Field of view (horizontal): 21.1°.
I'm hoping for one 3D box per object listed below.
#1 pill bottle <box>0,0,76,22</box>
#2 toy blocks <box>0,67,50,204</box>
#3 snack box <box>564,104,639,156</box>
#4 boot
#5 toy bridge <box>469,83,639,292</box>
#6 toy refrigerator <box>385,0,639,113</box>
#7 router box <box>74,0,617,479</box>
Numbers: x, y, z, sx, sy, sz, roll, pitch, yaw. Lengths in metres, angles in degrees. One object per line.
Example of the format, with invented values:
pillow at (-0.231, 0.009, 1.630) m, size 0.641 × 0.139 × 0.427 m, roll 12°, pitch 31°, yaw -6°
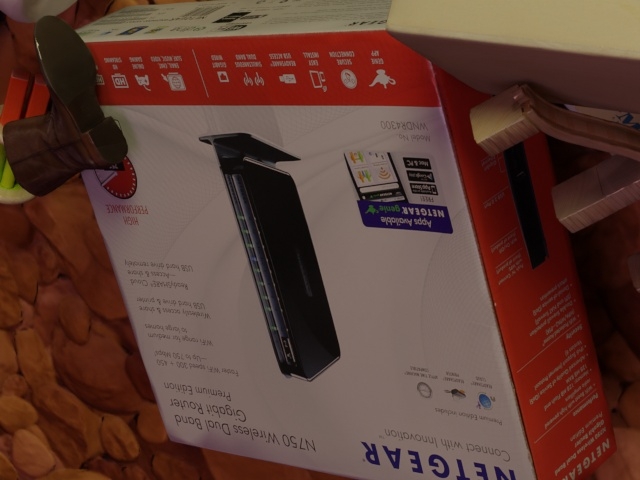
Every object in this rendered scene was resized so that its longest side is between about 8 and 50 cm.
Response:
pill bottle at (-0.233, -0.244, 1.108) m, size 0.208 × 0.117 × 0.117 m, roll 39°, pitch 129°, yaw 9°
toy blocks at (-0.237, -0.115, 1.222) m, size 0.123 × 0.054 × 0.148 m, roll 32°, pitch 128°, yaw 16°
snack box at (0.155, -0.174, 0.913) m, size 0.322 × 0.060 × 0.187 m, roll 48°, pitch 141°, yaw 2°
boot at (-0.181, -0.084, 1.112) m, size 0.114 × 0.037 × 0.106 m, roll -12°, pitch 103°, yaw 53°
toy bridge at (0.152, -0.030, 0.900) m, size 0.063 × 0.026 × 0.188 m, roll -27°, pitch 137°, yaw 25°
toy refrigerator at (0.175, -0.112, 0.798) m, size 0.270 × 0.102 × 0.094 m, roll 12°, pitch 83°, yaw 37°
router box at (0.000, 0.000, 1.073) m, size 0.335 × 0.082 × 0.301 m, roll 3°, pitch 117°, yaw 44°
